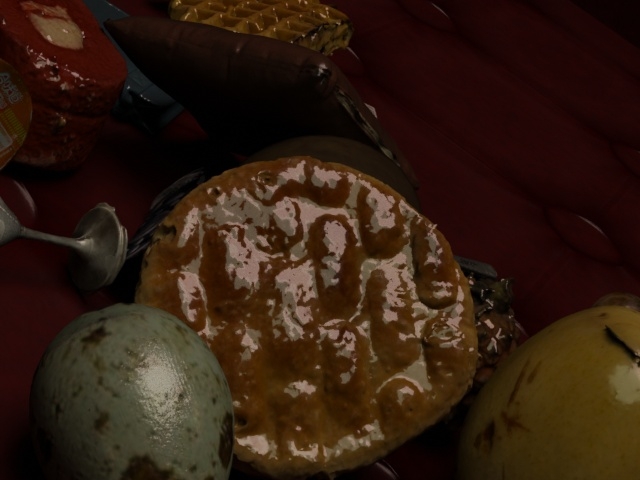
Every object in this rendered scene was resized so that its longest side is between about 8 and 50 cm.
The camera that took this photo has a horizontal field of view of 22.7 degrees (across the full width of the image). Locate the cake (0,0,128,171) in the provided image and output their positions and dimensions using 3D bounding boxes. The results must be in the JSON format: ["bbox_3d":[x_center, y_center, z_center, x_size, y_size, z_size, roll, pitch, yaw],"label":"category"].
[{"bbox_3d":[-0.327,-0.202,1.790,0.177,0.151,0.283,3,33,-41],"label":"cake"}]

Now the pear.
[{"bbox_3d":[0.284,0.217,1.575,0.309,0.309,0.309,26,26,-14],"label":"pear"}]

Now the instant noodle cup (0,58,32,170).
[{"bbox_3d":[-0.407,-0.161,1.637,0.168,0.168,0.185,10,25,-40],"label":"instant noodle cup"}]

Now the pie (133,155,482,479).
[{"bbox_3d":[-0.016,0.072,1.528,0.339,0.083,0.340,3,72,-10],"label":"pie"}]

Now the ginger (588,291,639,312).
[{"bbox_3d":[0.423,0.167,2.016,0.244,0.155,0.304,27,16,4],"label":"ginger"}]

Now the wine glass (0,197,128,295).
[{"bbox_3d":[-0.284,-0.009,1.536,0.183,0.122,0.122,14,31,-44],"label":"wine glass"}]

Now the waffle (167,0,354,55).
[{"bbox_3d":[-0.075,-0.292,2.182,0.283,0.065,0.309,-1,27,-22],"label":"waffle"}]

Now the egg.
[{"bbox_3d":[-0.152,0.159,1.318,0.169,0.169,0.231,12,43,-37],"label":"egg"}]

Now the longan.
[{"bbox_3d":[0.000,0.000,1.712,0.248,0.248,0.248,26,26,-14],"label":"longan"}]

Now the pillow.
[{"bbox_3d":[-0.062,-0.160,1.869,0.305,0.108,0.308,17,-14,30],"label":"pillow"}]

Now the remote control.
[{"bbox_3d":[-0.156,-0.011,1.724,0.066,0.090,0.266,57,20,-15],"label":"remote control"}]

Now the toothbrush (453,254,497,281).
[{"bbox_3d":[0.111,0.008,2.058,0.297,0.031,0.030,18,24,-30],"label":"toothbrush"}]

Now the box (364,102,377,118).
[{"bbox_3d":[-0.017,-0.166,2.174,0.194,0.073,0.139,25,24,-17],"label":"box"}]

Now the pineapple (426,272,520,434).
[{"bbox_3d":[0.147,0.110,1.721,0.166,0.193,0.166,33,24,-17],"label":"pineapple"}]

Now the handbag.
[{"bbox_3d":[-0.272,-0.232,2.018,0.229,0.062,0.179,33,28,0],"label":"handbag"}]
